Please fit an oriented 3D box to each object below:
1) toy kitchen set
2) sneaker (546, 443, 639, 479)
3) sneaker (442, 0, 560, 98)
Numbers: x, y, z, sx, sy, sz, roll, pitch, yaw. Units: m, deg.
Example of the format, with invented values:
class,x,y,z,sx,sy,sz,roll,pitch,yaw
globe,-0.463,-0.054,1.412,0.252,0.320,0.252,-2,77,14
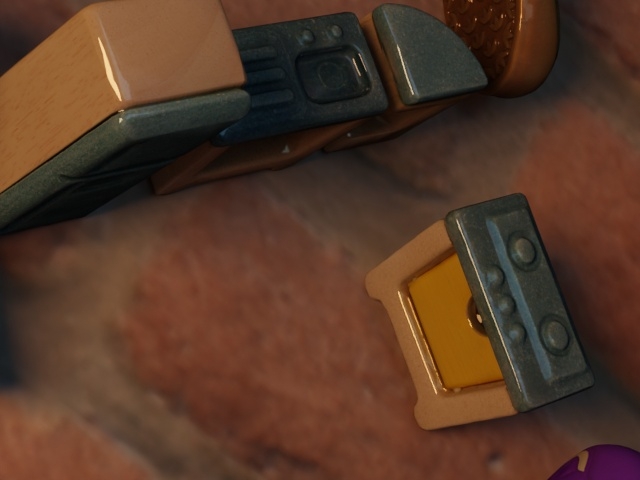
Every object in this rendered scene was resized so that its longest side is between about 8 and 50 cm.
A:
class,x,y,z,sx,sy,sz,roll,pitch,yaw
toy kitchen set,0.000,0.000,0.691,0.207,0.122,0.166,-15,82,-37
sneaker,0.022,0.138,0.671,0.146,0.102,0.293,41,45,5
sneaker,0.099,-0.152,0.852,0.086,0.064,0.192,4,68,-29
